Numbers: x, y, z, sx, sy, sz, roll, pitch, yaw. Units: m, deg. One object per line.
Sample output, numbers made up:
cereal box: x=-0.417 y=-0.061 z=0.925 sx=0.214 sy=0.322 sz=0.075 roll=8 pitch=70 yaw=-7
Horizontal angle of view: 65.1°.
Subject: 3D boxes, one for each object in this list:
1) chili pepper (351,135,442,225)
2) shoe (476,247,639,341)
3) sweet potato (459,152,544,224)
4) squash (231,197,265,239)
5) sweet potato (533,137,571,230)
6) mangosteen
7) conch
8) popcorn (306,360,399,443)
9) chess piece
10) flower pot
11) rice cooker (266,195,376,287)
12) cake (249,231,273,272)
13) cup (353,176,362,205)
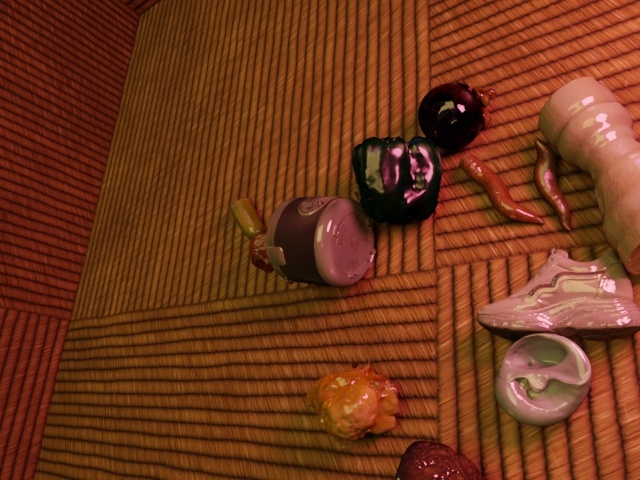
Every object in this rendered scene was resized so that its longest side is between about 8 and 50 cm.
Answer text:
chili pepper: x=0.217 y=-0.176 z=1.445 sx=0.233 sy=0.248 sz=0.257 roll=166 pitch=101 yaw=-74
shoe: x=0.533 y=0.122 z=1.153 sx=0.342 sy=0.132 sz=0.211 roll=-10 pitch=60 yaw=33
sweet potato: x=0.475 y=-0.125 z=1.340 sx=0.281 sy=0.067 sz=0.059 roll=60 pitch=149 yaw=32
squash: x=-0.269 y=-0.066 z=1.891 sx=0.095 sy=0.095 sz=0.188 roll=-43 pitch=51 yaw=17
sweet potato: x=0.579 y=-0.137 z=1.265 sx=0.069 sy=0.059 sz=0.250 roll=137 pitch=126 yaw=-67
mangosteen: x=0.395 y=-0.369 z=1.438 sx=0.230 sy=0.194 sz=0.194 roll=-33 pitch=50 yaw=-7
conch: x=0.484 y=0.299 z=1.098 sx=0.221 sy=0.121 sz=0.185 roll=-41 pitch=82 yaw=26
popcorn: x=0.081 y=0.433 z=1.338 sx=0.253 sy=0.190 sz=0.191 roll=-30 pitch=62 yaw=21
chess piece: x=0.659 y=-0.163 z=1.100 sx=0.234 sy=0.234 sz=0.442 roll=-33 pitch=50 yaw=24
flower pot: x=0.309 y=0.583 z=1.058 sx=0.267 sy=0.266 sz=0.267 roll=3 pitch=74 yaw=28
rice cooker: x=-0.002 y=-0.002 z=1.533 sx=0.277 sy=0.288 sz=0.288 roll=5 pitch=75 yaw=41
cake: x=-0.129 y=0.008 z=1.741 sx=0.287 sy=0.135 sz=0.098 roll=-30 pitch=41 yaw=15
cup: x=0.151 y=-0.164 z=1.620 sx=0.074 sy=0.102 sz=0.099 roll=-7 pitch=60 yaw=-5
